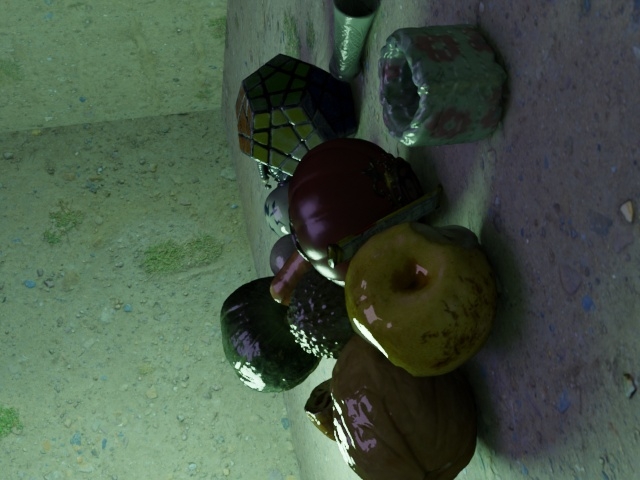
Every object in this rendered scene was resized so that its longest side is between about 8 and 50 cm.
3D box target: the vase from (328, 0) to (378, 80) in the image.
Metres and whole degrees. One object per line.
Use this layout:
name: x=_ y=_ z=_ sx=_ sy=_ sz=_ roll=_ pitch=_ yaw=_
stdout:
vase: x=0.065 y=-0.446 z=1.732 sx=0.219 sy=0.096 sz=0.096 roll=101 pitch=157 yaw=-62

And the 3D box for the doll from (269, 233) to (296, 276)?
doll: x=-0.007 y=0.051 z=2.087 sx=0.287 sy=0.151 sz=0.151 roll=0 pitch=101 yaw=42

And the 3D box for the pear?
pear: x=0.167 y=0.100 z=1.307 sx=0.271 sy=0.271 sz=0.271 roll=171 pitch=90 yaw=-77

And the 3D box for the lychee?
lychee: x=0.037 y=0.156 z=1.851 sx=0.255 sy=0.274 sz=0.255 roll=10 pitch=105 yaw=44

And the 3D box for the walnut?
walnut: x=0.150 y=0.312 z=1.479 sx=0.252 sy=0.277 sz=0.313 roll=-52 pitch=34 yaw=27

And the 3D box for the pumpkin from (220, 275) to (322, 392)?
pumpkin: x=-0.125 y=0.259 z=2.204 sx=0.257 sy=0.291 sz=0.328 roll=-51 pitch=55 yaw=48

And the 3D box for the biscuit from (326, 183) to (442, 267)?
biscuit: x=0.122 y=-0.027 z=1.388 sx=0.026 sy=0.292 sz=0.048 roll=33 pitch=135 yaw=35

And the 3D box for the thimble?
thimble: x=0.185 y=-0.239 z=1.226 sx=0.211 sy=0.149 sz=0.186 roll=-143 pitch=48 yaw=-72

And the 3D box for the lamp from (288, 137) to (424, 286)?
lamp: x=0.070 y=-0.055 z=1.541 sx=0.303 sy=0.257 sz=0.303 roll=39 pitch=-142 yaw=-40

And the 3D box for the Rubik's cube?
Rubik's cube: x=-0.063 y=-0.302 z=1.958 sx=0.264 sy=0.319 sz=0.319 roll=-9 pitch=89 yaw=47

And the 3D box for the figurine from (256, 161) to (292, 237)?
figurine: x=-0.092 y=-0.165 z=2.379 sx=0.261 sy=0.186 sz=0.382 roll=-153 pitch=51 yaw=-81

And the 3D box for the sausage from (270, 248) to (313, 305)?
sausage: x=0.000 y=0.000 z=1.939 sx=0.094 sy=0.094 sz=0.419 roll=39 pitch=120 yaw=9

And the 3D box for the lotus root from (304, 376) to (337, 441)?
lotus root: x=0.078 y=0.446 z=2.045 sx=0.180 sy=0.188 sz=0.199 roll=61 pitch=-162 yaw=-8
